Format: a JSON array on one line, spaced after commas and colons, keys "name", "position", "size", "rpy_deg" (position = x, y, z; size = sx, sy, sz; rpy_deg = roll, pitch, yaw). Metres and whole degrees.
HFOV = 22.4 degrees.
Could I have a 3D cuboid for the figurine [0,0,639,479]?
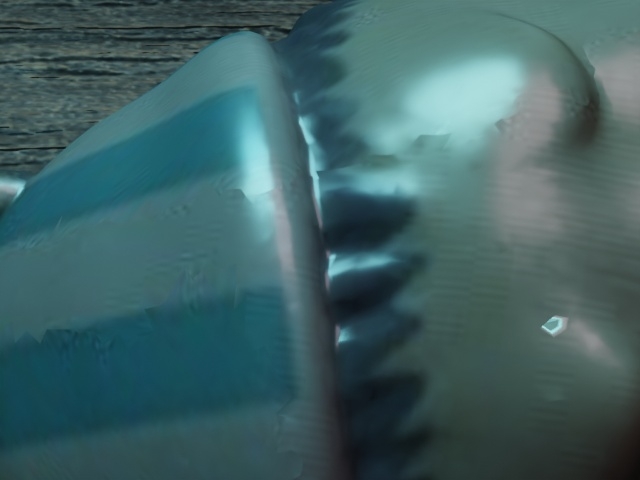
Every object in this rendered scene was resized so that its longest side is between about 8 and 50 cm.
[{"name": "figurine", "position": [0.000, 0.000, 0.517], "size": [0.377, 0.266, 0.361], "rpy_deg": [14, 12, -15]}]
